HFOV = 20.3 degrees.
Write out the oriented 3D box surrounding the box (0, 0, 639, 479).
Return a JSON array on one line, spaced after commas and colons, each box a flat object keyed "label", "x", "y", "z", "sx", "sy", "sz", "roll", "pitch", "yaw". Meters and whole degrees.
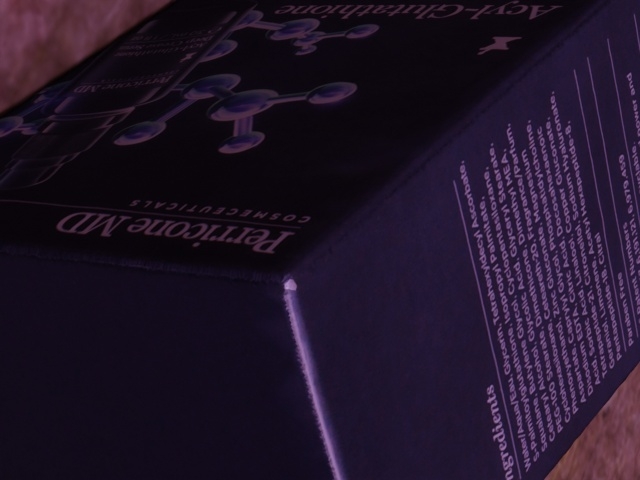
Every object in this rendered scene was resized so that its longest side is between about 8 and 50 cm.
[{"label": "box", "x": 0.000, "y": 0.000, "z": 0.970, "sx": 0.395, "sy": 0.294, "sz": 0.212, "roll": -42, "pitch": 127, "yaw": -43}]
